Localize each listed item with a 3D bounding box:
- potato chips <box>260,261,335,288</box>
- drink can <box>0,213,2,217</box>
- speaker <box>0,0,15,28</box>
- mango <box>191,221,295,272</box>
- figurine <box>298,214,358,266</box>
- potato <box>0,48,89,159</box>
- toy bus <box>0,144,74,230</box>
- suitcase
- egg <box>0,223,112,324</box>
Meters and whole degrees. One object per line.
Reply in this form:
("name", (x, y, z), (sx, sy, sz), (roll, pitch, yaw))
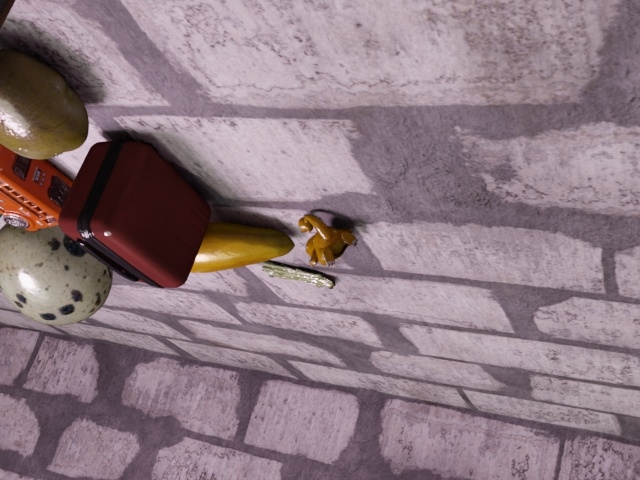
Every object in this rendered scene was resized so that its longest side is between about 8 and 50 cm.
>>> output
("potato chips", (-0.060, 0.095, 1.954), (0.208, 0.028, 0.092), (11, 156, 8))
("drink can", (-0.896, -0.129, 1.882), (0.118, 0.118, 0.205), (-4, 152, 41))
("speaker", (-0.574, -0.308, 1.060), (0.193, 0.230, 0.153), (0, 154, 34))
("mango", (-0.216, 0.014, 1.728), (0.317, 0.119, 0.176), (-2, 171, 15))
("figurine", (-0.003, -0.002, 1.619), (0.122, 0.121, 0.176), (47, 165, -2))
("potato", (-0.516, -0.238, 1.298), (0.174, 0.159, 0.251), (-19, 143, 6))
("toy bus", (-0.707, -0.154, 1.668), (0.153, 0.143, 0.329), (-6, 150, 24))
("suitcase", (-0.374, -0.049, 1.543), (0.161, 0.236, 0.297), (6, 156, 26))
("egg", (-0.726, 0.074, 2.033), (0.288, 0.287, 0.379), (11, 150, 13))
